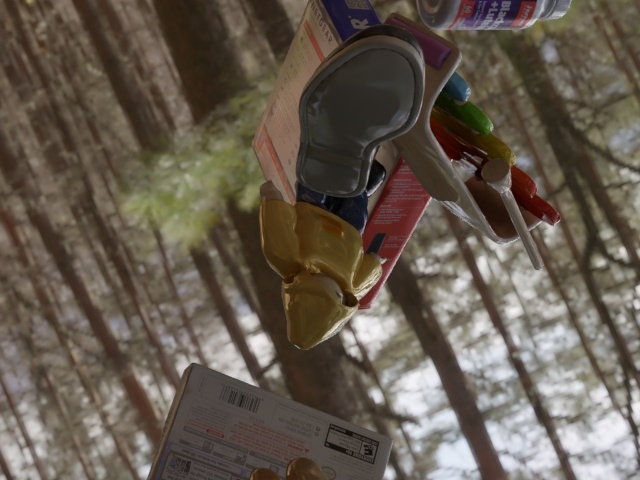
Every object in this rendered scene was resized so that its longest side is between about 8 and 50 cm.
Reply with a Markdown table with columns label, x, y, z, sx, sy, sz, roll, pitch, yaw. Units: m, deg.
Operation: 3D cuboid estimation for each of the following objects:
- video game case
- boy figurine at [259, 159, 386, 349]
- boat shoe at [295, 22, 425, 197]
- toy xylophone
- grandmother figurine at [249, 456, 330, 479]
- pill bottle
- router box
| label | x | y | z | sx | sy | sz | roll | pitch | yaw |
| --- | --- | --- | --- | --- | --- | --- | --- | --- | --- |
| video game case | -0.072 | 0.306 | 1.405 | 0.061 | 0.269 | 0.244 | 132 | -22 | -61 |
| boy figurine | 0.000 | 0.000 | 1.349 | 0.092 | 0.177 | 0.285 | -40 | -158 | 33 |
| boat shoe | 0.025 | -0.098 | 0.805 | 0.075 | 0.065 | 0.206 | 16 | 156 | -4 |
| toy xylophone | 0.162 | -0.091 | 1.289 | 0.081 | 0.236 | 0.323 | -46 | 146 | -5 |
| grandmother figurine | -0.110 | 0.322 | 1.054 | 0.208 | 0.104 | 0.342 | -35 | -178 | 45 |
| pill bottle | 0.234 | -0.336 | 1.597 | 0.193 | 0.108 | 0.108 | -4 | 172 | -22 |
| router box | 0.030 | -0.124 | 1.639 | 0.082 | 0.335 | 0.301 | -1 | 139 | -27 |
